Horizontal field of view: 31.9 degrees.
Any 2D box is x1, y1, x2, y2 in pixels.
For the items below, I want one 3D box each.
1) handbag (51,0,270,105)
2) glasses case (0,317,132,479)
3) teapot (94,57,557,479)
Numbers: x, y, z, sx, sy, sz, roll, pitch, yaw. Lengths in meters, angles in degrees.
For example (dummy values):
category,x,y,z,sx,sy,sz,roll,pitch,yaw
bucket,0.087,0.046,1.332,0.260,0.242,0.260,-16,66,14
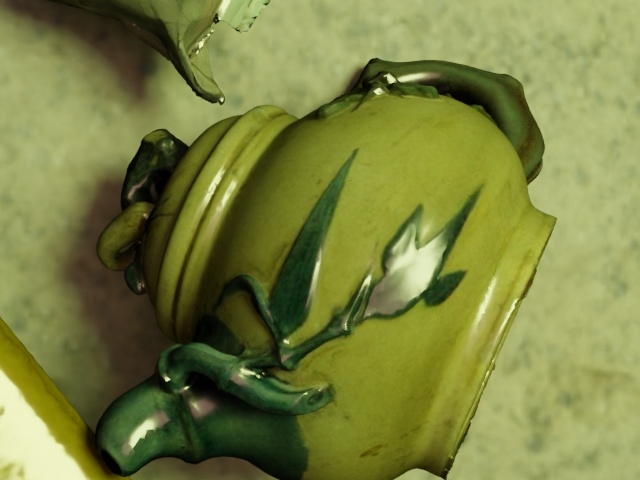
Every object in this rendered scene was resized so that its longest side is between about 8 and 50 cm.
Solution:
category,x,y,z,sx,sy,sz,roll,pitch,yaw
handbag,-0.124,-0.186,0.481,0.270,0.117,0.182,29,91,-7
glasses case,-0.170,0.128,0.446,0.173,0.141,0.371,-40,97,-25
teapot,0.000,0.000,0.485,0.183,0.173,0.269,23,53,12
